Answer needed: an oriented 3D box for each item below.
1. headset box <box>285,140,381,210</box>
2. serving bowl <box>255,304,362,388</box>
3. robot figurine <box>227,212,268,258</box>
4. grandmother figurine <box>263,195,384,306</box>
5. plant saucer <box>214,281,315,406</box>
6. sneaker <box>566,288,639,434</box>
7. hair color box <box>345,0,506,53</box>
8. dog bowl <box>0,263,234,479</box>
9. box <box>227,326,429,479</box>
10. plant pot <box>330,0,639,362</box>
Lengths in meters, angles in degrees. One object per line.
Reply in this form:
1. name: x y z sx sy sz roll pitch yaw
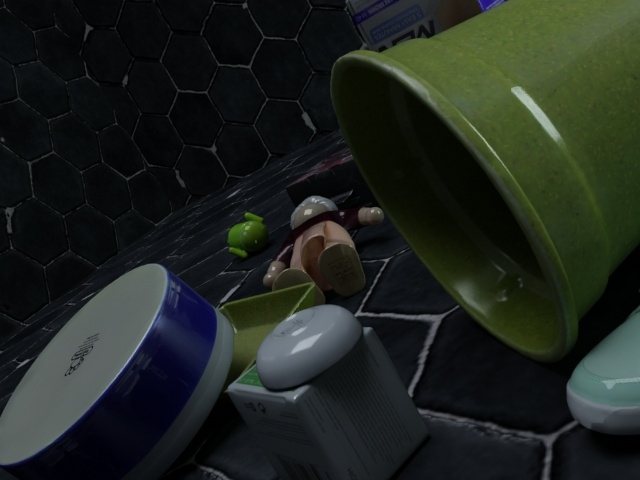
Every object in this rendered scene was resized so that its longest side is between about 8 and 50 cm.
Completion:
1. headset box: 0.088 -0.138 1.316 0.218 0.110 0.293 -18 17 42
2. serving bowl: -0.013 0.070 0.480 0.083 0.027 0.083 -27 14 8
3. robot figurine: -0.155 -0.007 1.436 0.115 0.067 0.101 -9 51 56
4. grandmother figurine: 0.000 0.000 1.022 0.207 0.104 0.342 -20 16 2
5. plant saucer: -0.102 0.138 0.806 0.188 0.045 0.188 -17 24 42
6. sneaker: 0.235 -0.002 0.405 0.256 0.151 0.094 -32 15 -7
7. hair color box: 0.203 -0.254 0.995 0.185 0.339 0.110 -19 19 39
8. dog bowl: -0.227 0.156 0.737 0.265 0.104 0.265 -34 27 20
9. box: 0.005 0.129 0.507 0.087 0.102 0.101 -36 14 -33
10. plant pot: 0.189 -0.090 0.526 0.254 0.276 0.276 -35 14 -8
